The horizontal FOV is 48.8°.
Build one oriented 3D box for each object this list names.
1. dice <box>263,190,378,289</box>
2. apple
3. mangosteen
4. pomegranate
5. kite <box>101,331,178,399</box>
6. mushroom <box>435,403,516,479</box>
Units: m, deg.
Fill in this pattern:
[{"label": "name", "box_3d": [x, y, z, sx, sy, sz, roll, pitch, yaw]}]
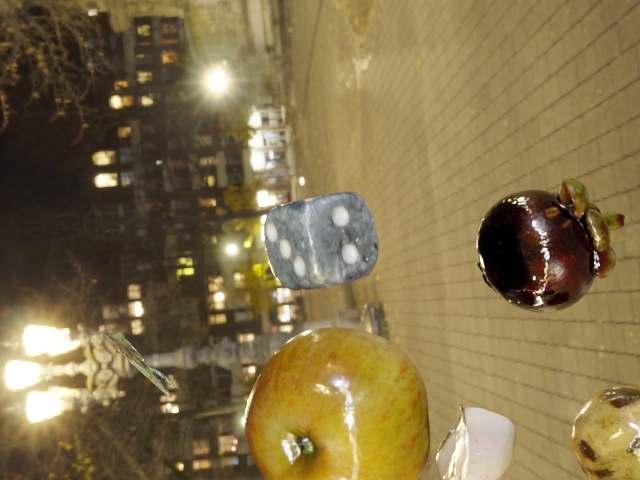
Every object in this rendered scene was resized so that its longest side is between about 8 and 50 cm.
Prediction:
[{"label": "dice", "box_3d": [0.000, 0.000, 1.465, 0.182, 0.181, 0.183, -9, 95, 54]}, {"label": "apple", "box_3d": [0.036, 0.383, 1.482, 0.333, 0.399, 0.401, -48, -44, -68]}, {"label": "mangosteen", "box_3d": [0.544, 0.009, 1.670, 0.307, 0.346, 0.307, 47, -155, -30]}, {"label": "pomegranate", "box_3d": [0.740, 0.489, 1.699, 0.281, 0.280, 0.282, 175, 90, -87]}, {"label": "kite", "box_3d": [-0.422, 0.276, 1.635, 0.013, 0.267, 0.323, -49, -35, -24]}, {"label": "mushroom", "box_3d": [0.394, 0.541, 1.710, 0.162, 0.173, 0.236, -85, 6, -48]}]
